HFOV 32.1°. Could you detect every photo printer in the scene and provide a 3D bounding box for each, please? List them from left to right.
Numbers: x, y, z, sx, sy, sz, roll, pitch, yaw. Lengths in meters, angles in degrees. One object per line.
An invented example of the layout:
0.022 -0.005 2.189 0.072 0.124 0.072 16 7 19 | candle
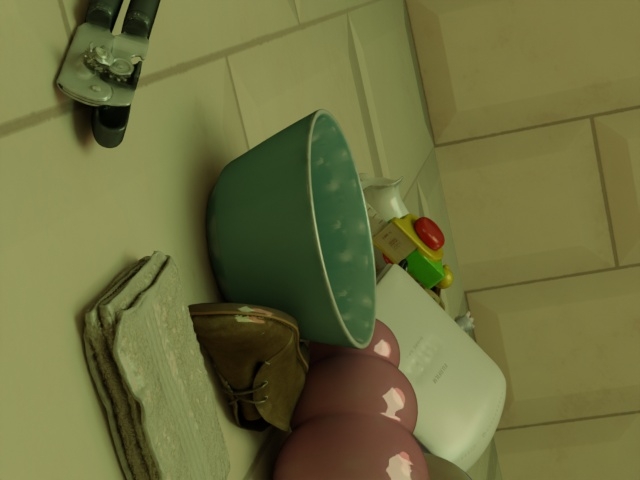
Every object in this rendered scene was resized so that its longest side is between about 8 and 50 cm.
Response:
0.144 0.217 1.726 0.307 0.107 0.256 46 46 -1 | photo printer

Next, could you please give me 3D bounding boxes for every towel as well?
-0.155 0.164 1.120 0.187 0.049 0.282 -62 140 -67 | towel

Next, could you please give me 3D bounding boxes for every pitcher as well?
0.122 -0.030 2.222 0.178 0.125 0.207 -148 -135 -68 | pitcher

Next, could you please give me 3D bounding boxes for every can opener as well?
-0.212 -0.216 1.151 0.093 0.074 0.280 115 -15 -46 | can opener

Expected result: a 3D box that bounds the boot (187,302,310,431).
-0.079 0.154 1.329 0.305 0.112 0.115 56 38 -63 | boot

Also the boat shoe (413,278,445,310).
0.208 0.148 2.406 0.324 0.119 0.123 -77 153 -58 | boat shoe

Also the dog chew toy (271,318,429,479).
0.041 0.246 1.495 0.207 0.206 0.332 60 26 -53 | dog chew toy

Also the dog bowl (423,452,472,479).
0.110 0.425 1.538 0.265 0.264 0.104 -81 155 -52 | dog bowl

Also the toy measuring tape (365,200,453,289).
0.130 -0.032 2.075 0.330 0.121 0.121 43 25 -13 | toy measuring tape

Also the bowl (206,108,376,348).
-0.042 -0.001 1.443 0.311 0.163 0.312 -11 90 -76 | bowl

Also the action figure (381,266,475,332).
0.129 0.211 2.065 0.276 0.248 0.370 -46 124 -19 | action figure

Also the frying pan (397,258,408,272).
0.067 0.162 1.849 0.197 0.053 0.326 32 62 -57 | frying pan

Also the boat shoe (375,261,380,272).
0.000 0.000 1.751 0.110 0.121 0.341 44 -10 29 | boat shoe
